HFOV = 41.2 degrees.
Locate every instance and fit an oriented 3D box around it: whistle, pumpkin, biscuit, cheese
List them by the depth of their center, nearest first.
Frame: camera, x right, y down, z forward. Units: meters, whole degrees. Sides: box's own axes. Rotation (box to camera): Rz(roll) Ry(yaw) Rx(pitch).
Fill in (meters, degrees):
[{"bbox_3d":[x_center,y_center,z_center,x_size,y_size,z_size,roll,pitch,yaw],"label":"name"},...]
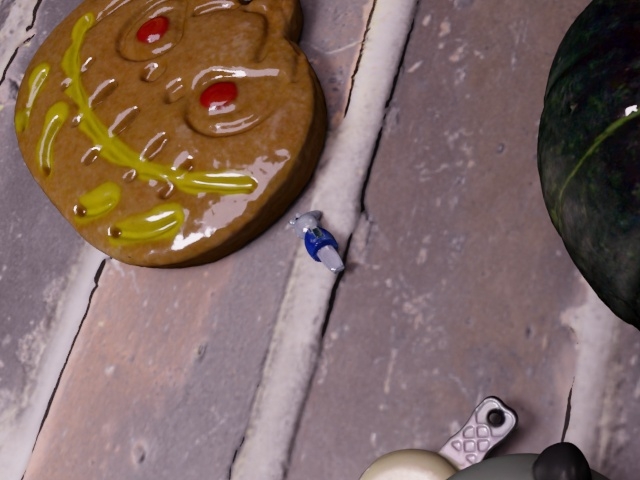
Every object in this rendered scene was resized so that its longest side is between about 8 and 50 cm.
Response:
[{"bbox_3d":[0.309,-0.071,0.573,0.323,0.241,0.323,-11,60,19],"label":"pumpkin"},{"bbox_3d":[0.080,0.188,0.643,0.092,0.047,0.171,18,72,25],"label":"cheese"},{"bbox_3d":[0.000,0.000,0.783,0.033,0.029,0.083,-25,49,-11],"label":"whistle"},{"bbox_3d":[-0.157,-0.159,0.900,0.394,0.070,0.350,37,82,32],"label":"biscuit"}]

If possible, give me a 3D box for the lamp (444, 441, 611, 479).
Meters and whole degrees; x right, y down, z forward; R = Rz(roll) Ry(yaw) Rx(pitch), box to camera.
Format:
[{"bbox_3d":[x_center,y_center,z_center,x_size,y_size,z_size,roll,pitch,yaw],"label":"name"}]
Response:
[{"bbox_3d":[0.121,0.248,0.495,0.197,0.198,0.244,0,55,21],"label":"lamp"}]
